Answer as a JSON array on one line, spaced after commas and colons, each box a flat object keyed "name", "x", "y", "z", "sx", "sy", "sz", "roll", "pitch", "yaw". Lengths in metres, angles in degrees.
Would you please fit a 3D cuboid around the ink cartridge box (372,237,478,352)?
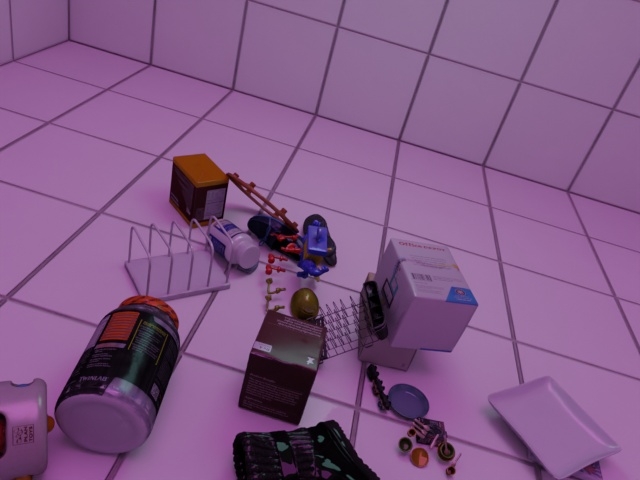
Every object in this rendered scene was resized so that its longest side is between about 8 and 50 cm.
[{"name": "ink cartridge box", "x": 0.294, "y": 0.157, "z": 1.627, "sx": 0.198, "sy": 0.197, "sz": 0.270, "roll": 9, "pitch": 34, "yaw": -15}]

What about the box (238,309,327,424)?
[{"name": "box", "x": -0.095, "y": 0.322, "z": 1.410, "sx": 0.168, "sy": 0.203, "sz": 0.167, "roll": 18, "pitch": 32, "yaw": 1}]

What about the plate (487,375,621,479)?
[{"name": "plate", "x": 0.641, "y": 0.518, "z": 1.545, "sx": 0.277, "sy": 0.045, "sz": 0.277, "roll": -6, "pitch": 39, "yaw": -30}]

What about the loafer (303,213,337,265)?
[{"name": "loafer", "x": 0.000, "y": 0.000, "z": 2.069, "sx": 0.096, "sy": 0.084, "sz": 0.268, "roll": -22, "pitch": 36, "yaw": -1}]

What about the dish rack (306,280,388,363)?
[{"name": "dish rack", "x": 0.060, "y": 0.242, "z": 1.602, "sx": 0.271, "sy": 0.074, "sz": 0.208, "roll": -22, "pitch": 30, "yaw": 9}]

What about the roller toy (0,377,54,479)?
[{"name": "roller toy", "x": -0.611, "y": 0.378, "z": 1.107, "sx": 0.146, "sy": 0.191, "sz": 0.209, "roll": -1, "pitch": 36, "yaw": -26}]

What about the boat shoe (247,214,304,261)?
[{"name": "boat shoe", "x": -0.154, "y": -0.013, "z": 1.976, "sx": 0.258, "sy": 0.109, "sz": 0.089, "roll": 23, "pitch": 36, "yaw": 14}]

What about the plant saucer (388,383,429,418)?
[{"name": "plant saucer", "x": 0.241, "y": 0.449, "z": 1.534, "sx": 0.119, "sy": 0.021, "sz": 0.119, "roll": 11, "pitch": 33, "yaw": -7}]

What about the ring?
[{"name": "ring", "x": -0.203, "y": -0.142, "z": 2.009, "sx": 0.336, "sy": 0.032, "sz": 0.336, "roll": 39, "pitch": -6, "yaw": 5}]

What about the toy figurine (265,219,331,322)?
[{"name": "toy figurine", "x": -0.055, "y": 0.049, "z": 1.761, "sx": 0.191, "sy": 0.217, "sz": 0.363, "roll": 16, "pitch": 44, "yaw": -13}]

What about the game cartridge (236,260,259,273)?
[{"name": "game cartridge", "x": -0.242, "y": 0.082, "z": 1.876, "sx": 0.055, "sy": 0.017, "sz": 0.083, "roll": 19, "pitch": 33, "yaw": 10}]

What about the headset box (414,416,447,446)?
[{"name": "headset box", "x": 0.294, "y": 0.507, "z": 1.462, "sx": 0.083, "sy": 0.032, "sz": 0.062, "roll": 12, "pitch": 33, "yaw": -4}]

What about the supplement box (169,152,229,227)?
[{"name": "supplement box", "x": -0.445, "y": -0.183, "z": 2.016, "sx": 0.129, "sy": 0.194, "sz": 0.191, "roll": -14, "pitch": 43, "yaw": -37}]

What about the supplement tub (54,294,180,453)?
[{"name": "supplement tub", "x": -0.451, "y": 0.295, "z": 1.290, "sx": 0.207, "sy": 0.207, "sz": 0.338, "roll": 13, "pitch": 33, "yaw": -5}]

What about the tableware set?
[{"name": "tableware set", "x": 0.277, "y": 0.530, "z": 1.397, "sx": 0.154, "sy": 0.024, "sz": 0.104, "roll": 37, "pitch": 61, "yaw": 12}]

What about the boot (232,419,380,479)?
[{"name": "boot", "x": -0.024, "y": 0.536, "z": 1.180, "sx": 0.260, "sy": 0.131, "sz": 0.348, "roll": 2, "pitch": 24, "yaw": -33}]

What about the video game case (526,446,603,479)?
[{"name": "video game case", "x": 0.672, "y": 0.567, "z": 1.547, "sx": 0.201, "sy": 0.023, "sz": 0.183, "roll": 20, "pitch": 33, "yaw": 5}]

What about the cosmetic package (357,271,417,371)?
[{"name": "cosmetic package", "x": 0.207, "y": 0.247, "z": 1.740, "sx": 0.160, "sy": 0.113, "sz": 0.309, "roll": 14, "pitch": 32, "yaw": -5}]

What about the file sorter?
[{"name": "file sorter", "x": -0.431, "y": 0.047, "z": 1.701, "sx": 0.277, "sy": 0.173, "sz": 0.193, "roll": -9, "pitch": 40, "yaw": -34}]

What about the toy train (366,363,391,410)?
[{"name": "toy train", "x": 0.159, "y": 0.411, "z": 1.542, "sx": 0.027, "sy": 0.036, "sz": 0.158, "roll": 26, "pitch": 25, "yaw": -29}]

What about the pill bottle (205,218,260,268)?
[{"name": "pill bottle", "x": -0.289, "y": 0.014, "z": 1.849, "sx": 0.112, "sy": 0.112, "sz": 0.186, "roll": -17, "pitch": 38, "yaw": -40}]
